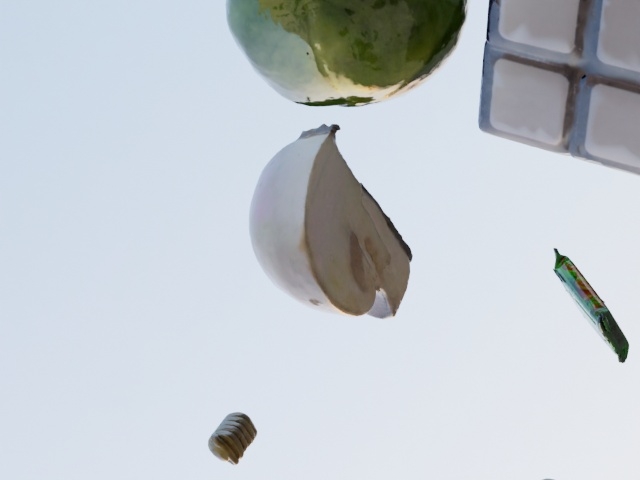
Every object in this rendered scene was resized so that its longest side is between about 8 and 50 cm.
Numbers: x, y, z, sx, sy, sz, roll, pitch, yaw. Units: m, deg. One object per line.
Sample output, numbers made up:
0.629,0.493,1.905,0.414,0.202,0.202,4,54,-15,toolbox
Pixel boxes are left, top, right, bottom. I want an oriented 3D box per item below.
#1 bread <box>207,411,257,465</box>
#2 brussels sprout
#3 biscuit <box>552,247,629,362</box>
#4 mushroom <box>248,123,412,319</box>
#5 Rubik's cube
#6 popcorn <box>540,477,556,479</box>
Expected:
-0.106,0.241,2.212,0.033,0.049,0.088,-55,-5,30,bread
0.042,-0.249,1.796,0.210,0.219,0.271,59,-139,-17,brussels sprout
0.178,0.043,1.181,0.046,0.016,0.089,55,-177,-34,biscuit
-0.018,0.017,2.102,0.236,0.162,0.173,56,-136,-29,mushroom
0.347,-0.251,1.679,0.305,0.304,0.301,-46,-34,-50,Rubik's cube
0.216,0.314,1.387,0.258,0.270,0.224,-65,-29,-63,popcorn
